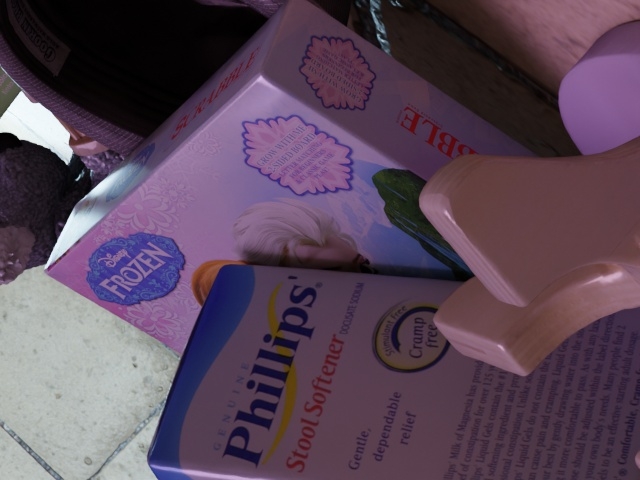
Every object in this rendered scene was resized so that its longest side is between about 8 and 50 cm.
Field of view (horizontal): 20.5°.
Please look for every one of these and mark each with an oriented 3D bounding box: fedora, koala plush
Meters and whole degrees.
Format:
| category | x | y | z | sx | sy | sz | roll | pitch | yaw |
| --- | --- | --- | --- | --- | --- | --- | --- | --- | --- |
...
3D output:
| category | x | y | z | sx | sy | sz | roll | pitch | yaw |
| --- | --- | --- | --- | --- | --- | --- | --- | --- | --- |
| fedora | -0.076 | -0.148 | 1.102 | 0.275 | 0.124 | 0.244 | 22 | 149 | -4 |
| koala plush | -0.240 | -0.035 | 1.600 | 0.196 | 0.221 | 0.203 | -122 | 14 | -61 |

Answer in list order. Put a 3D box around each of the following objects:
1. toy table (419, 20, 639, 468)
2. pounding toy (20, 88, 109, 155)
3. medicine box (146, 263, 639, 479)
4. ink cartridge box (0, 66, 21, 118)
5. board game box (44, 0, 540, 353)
| category | x | y | z | sx | sy | sz | roll | pitch | yaw |
| --- | --- | --- | --- | --- | --- | --- | --- | --- | --- |
| toy table | 0.172 | 0.013 | 0.851 | 0.252 | 0.161 | 0.274 | 46 | 167 | -13 |
| pounding toy | -0.161 | -0.133 | 1.453 | 0.269 | 0.154 | 0.155 | 29 | 162 | 52 |
| medicine box | 0.083 | 0.156 | 1.081 | 0.289 | 0.149 | 0.263 | 4 | 144 | 22 |
| ink cartridge box | -0.428 | -0.250 | 1.573 | 0.353 | 0.119 | 0.207 | 27 | -152 | -28 |
| board game box | 0.028 | 0.023 | 1.117 | 0.318 | 0.066 | 0.318 | 32 | 146 | -15 |
